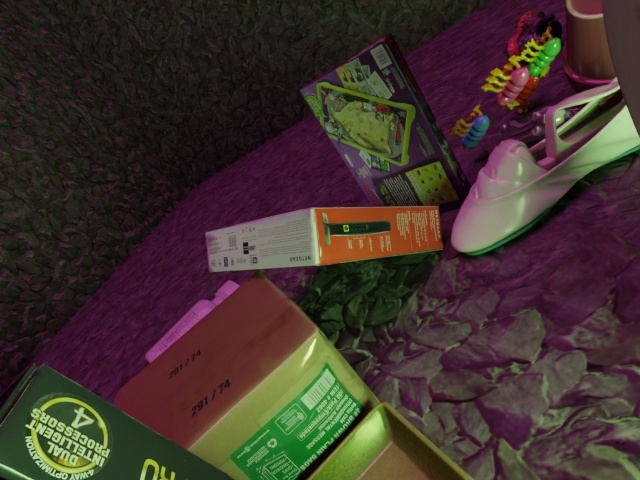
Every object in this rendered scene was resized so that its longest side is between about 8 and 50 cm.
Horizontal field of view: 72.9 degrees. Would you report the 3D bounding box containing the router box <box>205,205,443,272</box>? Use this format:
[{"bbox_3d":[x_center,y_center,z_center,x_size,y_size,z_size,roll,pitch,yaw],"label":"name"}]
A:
[{"bbox_3d":[0.000,0.000,0.802,0.300,0.082,0.335,-4,-3,-40],"label":"router box"}]

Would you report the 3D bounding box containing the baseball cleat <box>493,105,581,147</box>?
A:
[{"bbox_3d":[0.424,-0.206,0.834,0.109,0.072,0.206,3,6,-3],"label":"baseball cleat"}]

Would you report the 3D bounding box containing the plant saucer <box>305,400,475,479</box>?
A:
[{"bbox_3d":[0.059,0.285,0.435,0.188,0.045,0.188,-43,23,-12],"label":"plant saucer"}]

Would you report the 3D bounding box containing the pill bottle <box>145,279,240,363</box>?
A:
[{"bbox_3d":[-0.238,0.201,0.916,0.229,0.131,0.131,-48,25,-24],"label":"pill bottle"}]

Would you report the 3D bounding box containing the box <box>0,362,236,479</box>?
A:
[{"bbox_3d":[-0.245,0.328,0.380,0.394,0.318,0.097,-40,24,11],"label":"box"}]

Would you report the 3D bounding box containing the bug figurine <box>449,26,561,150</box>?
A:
[{"bbox_3d":[0.398,-0.306,0.903,0.279,0.072,0.216,-39,-17,-20],"label":"bug figurine"}]

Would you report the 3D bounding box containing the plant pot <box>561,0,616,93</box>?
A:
[{"bbox_3d":[0.533,-0.389,0.777,0.201,0.180,0.202,-21,55,33],"label":"plant pot"}]

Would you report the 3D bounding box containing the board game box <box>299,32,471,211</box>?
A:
[{"bbox_3d":[0.132,-0.192,0.852,0.208,0.347,0.056,-16,29,39],"label":"board game box"}]

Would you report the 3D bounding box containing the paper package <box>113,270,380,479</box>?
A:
[{"bbox_3d":[-0.127,0.239,0.636,0.324,0.168,0.309,-41,23,-10],"label":"paper package"}]

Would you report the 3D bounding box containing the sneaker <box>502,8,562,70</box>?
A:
[{"bbox_3d":[0.618,-0.587,1.228,0.135,0.098,0.276,-11,36,47],"label":"sneaker"}]

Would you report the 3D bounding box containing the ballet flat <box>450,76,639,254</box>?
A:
[{"bbox_3d":[0.361,-0.136,0.694,0.400,0.139,0.139,-34,23,7],"label":"ballet flat"}]

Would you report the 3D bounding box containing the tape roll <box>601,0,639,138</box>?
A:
[{"bbox_3d":[0.322,-0.077,0.302,0.071,0.392,0.392,-25,25,25],"label":"tape roll"}]
